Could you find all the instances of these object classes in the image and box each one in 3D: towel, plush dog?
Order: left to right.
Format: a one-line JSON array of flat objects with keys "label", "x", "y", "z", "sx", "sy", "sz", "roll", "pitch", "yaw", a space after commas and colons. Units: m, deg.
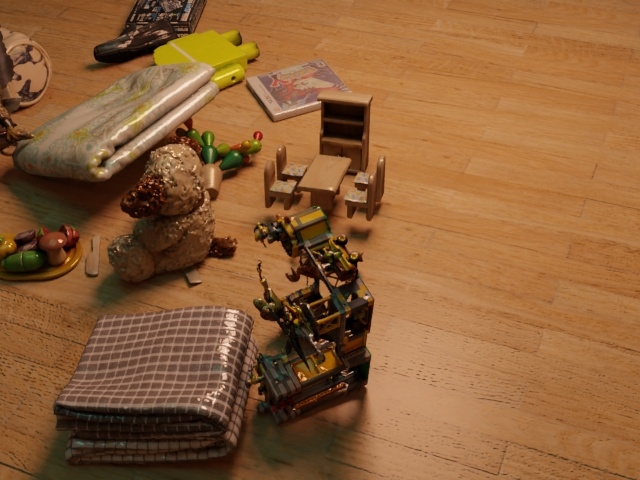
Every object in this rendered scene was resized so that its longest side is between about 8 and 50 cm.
[{"label": "towel", "x": -0.427, "y": -0.253, "z": 1.883, "sx": 0.320, "sy": 0.090, "sz": 0.374, "roll": 6, "pitch": 41, "yaw": 46}, {"label": "towel", "x": -0.253, "y": 0.214, "z": 1.389, "sx": 0.283, "sy": 0.121, "sz": 0.235, "roll": -3, "pitch": 40, "yaw": 9}, {"label": "plush dog", "x": -0.266, "y": -0.068, "z": 1.646, "sx": 0.210, "sy": 0.225, "sz": 0.262, "roll": 7, "pitch": 42, "yaw": 12}]

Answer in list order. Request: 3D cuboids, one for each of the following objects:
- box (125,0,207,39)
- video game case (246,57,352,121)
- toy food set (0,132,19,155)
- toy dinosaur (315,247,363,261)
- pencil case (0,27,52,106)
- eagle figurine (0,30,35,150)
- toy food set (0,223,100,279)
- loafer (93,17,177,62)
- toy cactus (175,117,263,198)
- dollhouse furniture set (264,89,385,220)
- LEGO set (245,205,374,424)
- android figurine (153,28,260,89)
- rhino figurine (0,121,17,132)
[{"label": "box", "x": -0.411, "y": -0.614, "z": 2.414, "sx": 0.175, "sy": 0.051, "sz": 0.220, "roll": 1, "pitch": 41, "yaw": 5}, {"label": "video game case", "x": -0.051, "y": -0.358, "z": 2.118, "sx": 0.201, "sy": 0.023, "sz": 0.183, "roll": -18, "pitch": 43, "yaw": -16}, {"label": "toy food set", "x": -0.704, "y": -0.222, "z": 2.010, "sx": 0.122, "sy": 0.019, "sz": 0.078, "roll": 6, "pitch": 42, "yaw": 11}, {"label": "toy dinosaur", "x": 0.000, "y": 0.000, "z": 1.693, "sx": 0.112, "sy": 0.064, "sz": 0.211, "roll": 4, "pitch": 26, "yaw": -36}, {"label": "pencil case", "x": -0.840, "y": -0.441, "z": 2.166, "sx": 0.410, "sy": 0.160, "sz": 0.184, "roll": 20, "pitch": 56, "yaw": 25}, {"label": "eagle figurine", "x": -0.708, "y": -0.307, "z": 1.798, "sx": 0.225, "sy": 0.298, "sz": 0.226, "roll": -2, "pitch": 36, "yaw": 42}, {"label": "toy food set", "x": -0.525, "y": 0.007, "z": 1.697, "sx": 0.217, "sy": 0.071, "sz": 0.128, "roll": -3, "pitch": 41, "yaw": 1}, {"label": "loafer", "x": -0.470, "y": -0.505, "z": 2.263, "sx": 0.223, "sy": 0.076, "sz": 0.078, "roll": -23, "pitch": 84, "yaw": -25}, {"label": "toy cactus", "x": -0.226, "y": -0.171, "z": 1.871, "sx": 0.218, "sy": 0.112, "sz": 0.181, "roll": 0, "pitch": 50, "yaw": -9}, {"label": "dollhouse furniture set", "x": 0.023, "y": -0.173, "z": 1.767, "sx": 0.212, "sy": 0.161, "sz": 0.242, "roll": 8, "pitch": 33, "yaw": 13}, {"label": "LEGO set", "x": -0.051, "y": 0.124, "z": 1.374, "sx": 0.192, "sy": 0.331, "sz": 0.255, "roll": -22, "pitch": 65, "yaw": -17}, {"label": "android figurine", "x": -0.294, "y": -0.442, "z": 2.206, "sx": 0.272, "sy": 0.056, "sz": 0.248, "roll": -28, "pitch": 47, "yaw": -26}, {"label": "rhino figurine", "x": -0.770, "y": -0.281, "z": 2.029, "sx": 0.243, "sy": 0.073, "sz": 0.106, "roll": 20, "pitch": 46, "yaw": 35}]
